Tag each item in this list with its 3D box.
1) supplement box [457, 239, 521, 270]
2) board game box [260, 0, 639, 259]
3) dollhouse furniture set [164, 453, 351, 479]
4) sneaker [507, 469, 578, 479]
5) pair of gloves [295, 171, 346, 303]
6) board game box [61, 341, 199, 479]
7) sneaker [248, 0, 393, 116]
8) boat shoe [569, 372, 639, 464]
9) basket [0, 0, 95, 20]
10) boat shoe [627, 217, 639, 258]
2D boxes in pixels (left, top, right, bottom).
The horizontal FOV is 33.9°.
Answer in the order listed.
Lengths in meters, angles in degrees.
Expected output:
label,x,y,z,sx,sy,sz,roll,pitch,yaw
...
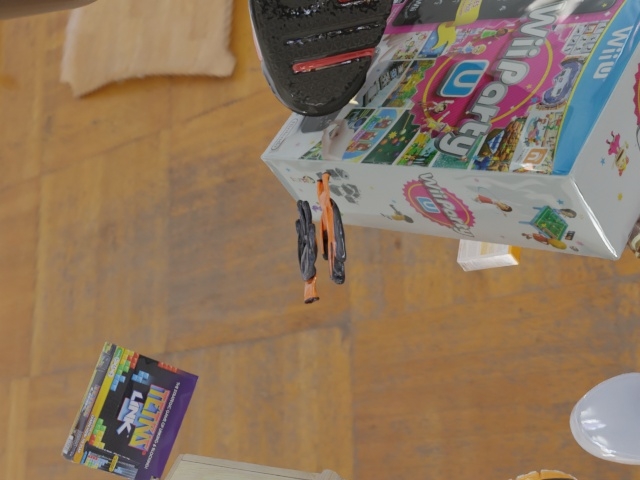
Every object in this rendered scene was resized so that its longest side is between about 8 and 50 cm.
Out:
label,x,y,z,sx,sy,sz,roll,pitch,yaw
supplement box,0.277,0.011,1.716,0.098,0.036,0.062,-9,54,34
board game box,0.131,-0.111,0.831,0.303,0.097,0.224,8,57,45
dollhouse furniture set,-0.013,0.285,0.830,0.161,0.242,0.212,-2,46,41
sneaker,0.218,0.337,1.250,0.084,0.215,0.083,98,151,-56
pair of gloves,0.000,0.000,0.703,0.083,0.010,0.074,137,129,-65
board game box,-0.267,0.247,1.484,0.048,0.141,0.170,4,72,58
sneaker,-0.013,-0.251,0.869,0.136,0.116,0.313,132,131,-81
boat shoe,0.358,0.183,1.052,0.084,0.258,0.095,116,147,-56
basket,-0.211,-0.198,0.574,0.154,0.227,0.204,21,107,21
boat shoe,0.471,-0.009,1.535,0.056,0.152,0.049,-38,73,10
